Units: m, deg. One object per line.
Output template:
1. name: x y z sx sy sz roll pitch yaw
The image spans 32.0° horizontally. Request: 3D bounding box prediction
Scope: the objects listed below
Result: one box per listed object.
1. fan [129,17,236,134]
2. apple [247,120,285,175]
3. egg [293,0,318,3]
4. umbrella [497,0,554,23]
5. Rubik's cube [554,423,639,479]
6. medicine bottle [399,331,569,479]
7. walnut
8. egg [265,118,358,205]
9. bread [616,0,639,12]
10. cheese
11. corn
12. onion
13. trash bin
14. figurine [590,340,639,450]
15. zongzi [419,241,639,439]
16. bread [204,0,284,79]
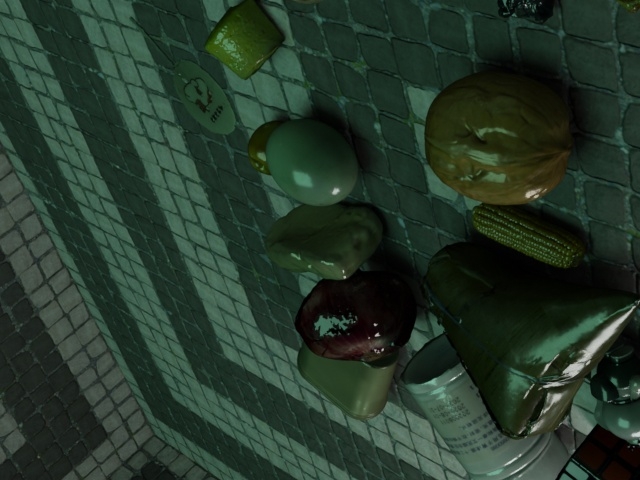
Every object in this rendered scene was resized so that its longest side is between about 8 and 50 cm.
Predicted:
1. fan: -0.297 -0.350 2.357 0.329 0.009 0.191 48 154 -1
2. apple: -0.094 -0.179 2.181 0.099 0.102 0.114 48 154 -3
3. egg: -0.020 -0.450 1.606 0.203 0.203 0.245 47 159 2
4. umbrella: 0.269 -0.377 1.422 0.080 0.071 0.224 8 135 13
5. Rubik's cube: 0.528 0.409 1.976 0.163 0.160 0.162 36 151 21
6. medicine bottle: 0.323 0.344 2.162 0.332 0.190 0.190 54 153 -12
7. walnut: 0.258 -0.150 1.621 0.225 0.193 0.193 7 133 39
8. egg: -0.017 -0.145 2.059 0.192 0.149 0.149 34 150 24
9. bread: 0.358 -0.378 1.252 0.181 0.096 0.222 44 155 8
10. cheese: 0.001 0.001 2.218 0.263 0.159 0.093 12 141 51
11. corn: 0.335 -0.013 1.807 0.207 0.068 0.068 26 146 33
12. onion: 0.073 0.136 2.241 0.252 0.252 0.219 105 154 -59
13. trash bin: 0.062 0.263 2.529 0.243 0.121 0.247 38 148 19
14. figurine: 0.510 0.261 1.835 0.147 0.126 0.192 12 121 59
15. zongzi: 0.335 0.085 1.827 0.356 0.174 0.393 57 146 29
16. bread: -0.142 -0.361 2.016 0.114 0.111 0.129 42 158 -6
